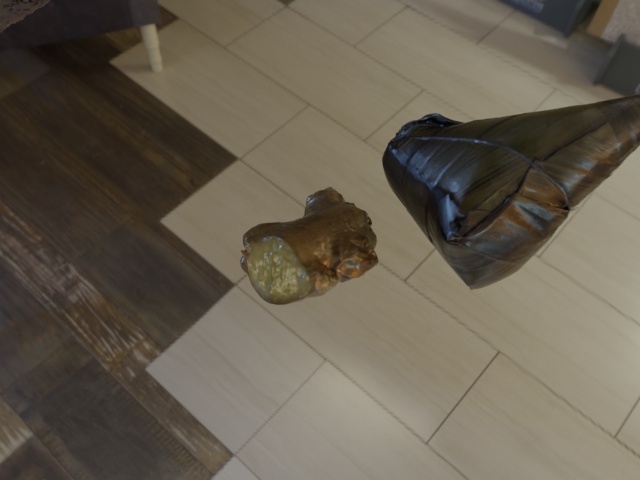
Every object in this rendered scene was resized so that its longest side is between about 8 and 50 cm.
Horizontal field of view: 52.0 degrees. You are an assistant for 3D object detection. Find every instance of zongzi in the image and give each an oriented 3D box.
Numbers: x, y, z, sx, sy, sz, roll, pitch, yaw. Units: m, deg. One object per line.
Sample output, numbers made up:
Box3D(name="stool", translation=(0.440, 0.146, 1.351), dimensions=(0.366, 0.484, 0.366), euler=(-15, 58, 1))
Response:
Box3D(name="zongzi", translation=(0.232, -0.113, 0.773), dimensions=(0.300, 0.138, 0.286), euler=(-41, 30, 10))

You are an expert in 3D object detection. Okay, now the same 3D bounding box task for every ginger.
Box3D(name="ginger", translation=(0.004, 0.002, 0.741), dimensions=(0.138, 0.074, 0.213), euler=(24, 30, 19))

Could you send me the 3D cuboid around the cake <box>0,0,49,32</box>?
Box3D(name="cake", translation=(-0.318, -0.295, 0.705), dimensions=(0.135, 0.246, 0.112), euler=(5, 50, -44))
